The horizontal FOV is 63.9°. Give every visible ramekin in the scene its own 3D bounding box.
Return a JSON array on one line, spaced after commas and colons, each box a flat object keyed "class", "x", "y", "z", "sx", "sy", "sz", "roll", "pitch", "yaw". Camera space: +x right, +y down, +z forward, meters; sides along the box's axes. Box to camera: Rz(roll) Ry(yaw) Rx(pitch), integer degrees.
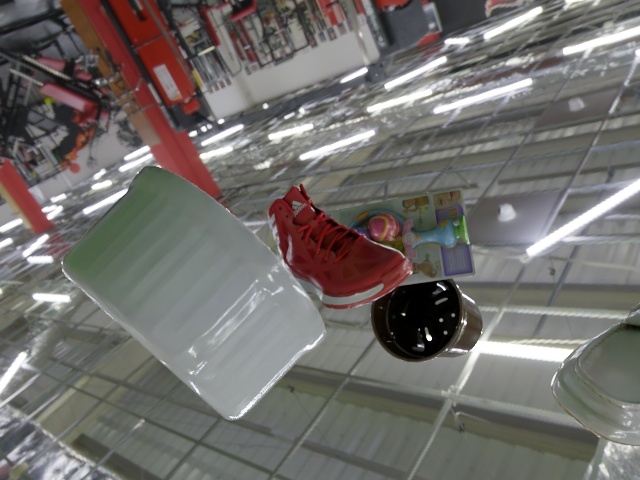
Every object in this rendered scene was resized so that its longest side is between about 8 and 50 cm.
[{"class": "ramekin", "x": -0.141, "y": 0.066, "z": 0.562, "sx": 0.135, "sy": 0.277, "sz": 0.277, "roll": -48, "pitch": -152, "yaw": -20}]

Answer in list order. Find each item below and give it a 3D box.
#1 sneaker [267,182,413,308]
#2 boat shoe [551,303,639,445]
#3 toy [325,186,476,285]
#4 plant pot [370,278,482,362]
[{"class": "sneaker", "x": 0.000, "y": 0.000, "z": 0.584, "sx": 0.087, "sy": 0.128, "sz": 0.221, "roll": -37, "pitch": -163, "yaw": -30}, {"class": "boat shoe", "x": 0.305, "y": 0.079, "z": 0.430, "sx": 0.277, "sy": 0.096, "sz": 0.098, "roll": -12, "pitch": -142, "yaw": -30}, {"class": "toy", "x": 0.103, "y": 0.000, "z": 0.779, "sx": 0.237, "sy": 0.137, "sz": 0.056, "roll": -9, "pitch": 166, "yaw": 15}, {"class": "plant pot", "x": 0.202, "y": 0.139, "z": 0.910, "sx": 0.167, "sy": 0.165, "sz": 0.167, "roll": -14, "pitch": -114, "yaw": 33}]
